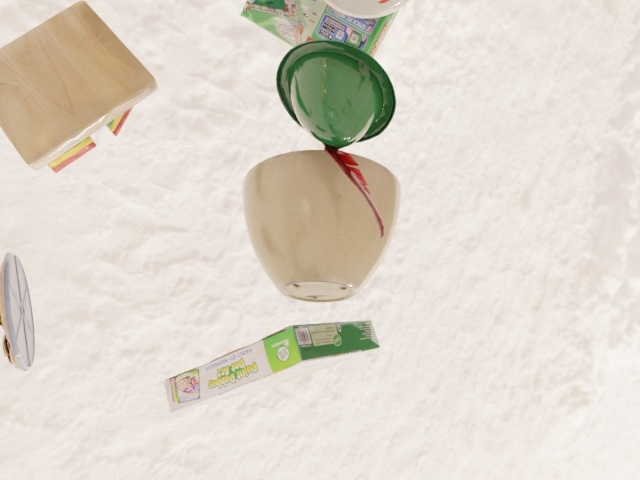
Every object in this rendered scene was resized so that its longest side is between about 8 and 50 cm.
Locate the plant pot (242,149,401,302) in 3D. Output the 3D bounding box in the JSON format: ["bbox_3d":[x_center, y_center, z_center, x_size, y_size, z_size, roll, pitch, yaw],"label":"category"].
[{"bbox_3d":[0.000,0.000,0.870,0.284,0.284,0.191,20,61,-38],"label":"plant pot"}]

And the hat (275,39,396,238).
[{"bbox_3d":[0.005,-0.143,0.674,0.173,0.208,0.184,81,26,-51],"label":"hat"}]

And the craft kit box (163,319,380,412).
[{"bbox_3d":[-0.066,0.192,0.786,0.249,0.246,0.061,12,58,-58],"label":"craft kit box"}]

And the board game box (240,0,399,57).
[{"bbox_3d":[0.000,-0.493,1.031,0.214,0.317,0.046,-60,161,20],"label":"board game box"}]

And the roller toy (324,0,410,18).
[{"bbox_3d":[0.073,-0.455,0.759,0.191,0.209,0.146,19,48,-19],"label":"roller toy"}]

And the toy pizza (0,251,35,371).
[{"bbox_3d":[-0.514,0.120,0.835,0.032,0.201,0.202,-8,101,-22],"label":"toy pizza"}]

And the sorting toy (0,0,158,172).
[{"bbox_3d":[-0.461,-0.274,0.922,0.255,0.257,0.089,-39,161,-12],"label":"sorting toy"}]

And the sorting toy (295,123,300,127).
[{"bbox_3d":[-0.030,-0.327,1.358,0.083,0.075,0.045,7,50,-37],"label":"sorting toy"}]
